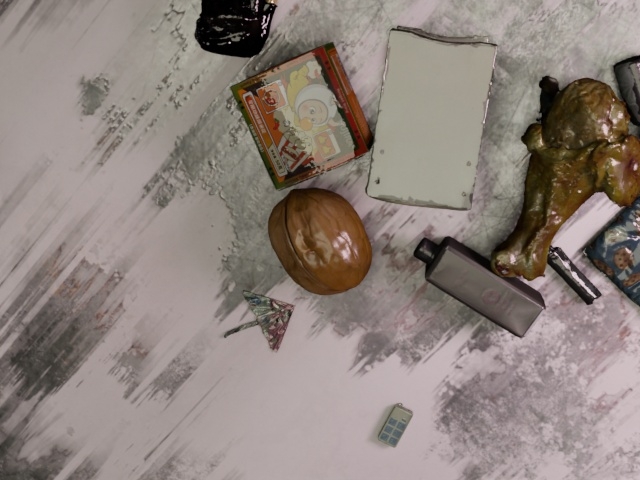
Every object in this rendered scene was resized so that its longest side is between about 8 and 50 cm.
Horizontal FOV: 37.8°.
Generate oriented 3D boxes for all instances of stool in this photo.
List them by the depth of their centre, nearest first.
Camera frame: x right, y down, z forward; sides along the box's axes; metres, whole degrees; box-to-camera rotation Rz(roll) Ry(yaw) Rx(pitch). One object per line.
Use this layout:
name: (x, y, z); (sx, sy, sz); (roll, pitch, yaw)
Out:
stool: (0.181, -0.206, 1.531); (0.170, 0.243, 0.269); (9, 106, 5)

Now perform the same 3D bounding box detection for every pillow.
pillow: (0.615, -0.003, 1.637); (0.189, 0.034, 0.255); (44, 107, -3)

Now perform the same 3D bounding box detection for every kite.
kite: (-0.116, 0.156, 1.790); (0.157, 0.011, 0.139); (-22, 98, 12)

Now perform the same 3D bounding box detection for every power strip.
power strip: (0.144, 0.357, 1.802); (0.040, 0.016, 0.090); (26, 107, 1)

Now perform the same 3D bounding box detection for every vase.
vase: (0.553, -0.205, 1.575); (0.060, 0.060, 0.211); (-20, 100, 12)

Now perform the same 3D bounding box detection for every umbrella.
umbrella: (0.450, 0.060, 1.676); (0.036, 0.031, 0.133); (-45, 95, -6)

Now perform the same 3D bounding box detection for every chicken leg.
chicken leg: (0.429, -0.094, 1.585); (0.212, 0.140, 0.361); (19, 111, 24)

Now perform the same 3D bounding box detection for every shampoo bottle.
shampoo bottle: (0.279, 0.074, 1.676); (0.246, 0.079, 0.080); (32, 106, -1)

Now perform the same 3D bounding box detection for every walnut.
walnut: (0.000, 0.000, 1.656); (0.167, 0.167, 0.207); (-30, 97, 14)

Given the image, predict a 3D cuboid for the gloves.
gloves: (-0.139, -0.409, 1.593); (0.129, 0.106, 0.180); (14, 110, 6)

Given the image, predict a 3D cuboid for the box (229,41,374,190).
box: (-0.027, -0.215, 1.607); (0.178, 0.148, 0.194); (-21, 101, 11)
